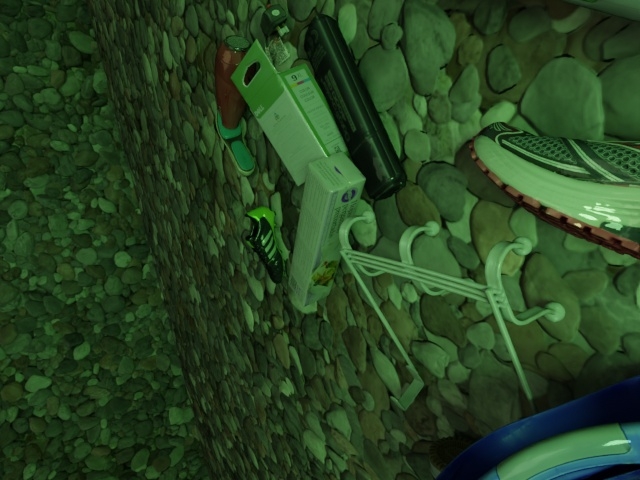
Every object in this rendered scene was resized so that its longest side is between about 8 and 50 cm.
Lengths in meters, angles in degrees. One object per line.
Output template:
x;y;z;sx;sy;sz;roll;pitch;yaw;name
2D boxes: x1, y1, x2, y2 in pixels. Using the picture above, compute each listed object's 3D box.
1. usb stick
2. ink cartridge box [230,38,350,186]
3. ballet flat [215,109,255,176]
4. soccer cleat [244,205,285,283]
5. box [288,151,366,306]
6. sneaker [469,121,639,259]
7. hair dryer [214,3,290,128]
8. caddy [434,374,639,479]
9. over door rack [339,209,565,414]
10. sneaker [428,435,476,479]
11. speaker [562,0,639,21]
0.046;-0.189;0.617;0.278;0.045;0.077;67;156;9;usb stick
-0.045;-0.202;0.681;0.209;0.062;0.109;58;147;-7;ink cartridge box
-0.197;-0.220;0.969;0.168;0.057;0.052;70;158;5;ballet flat
-0.125;0.014;0.950;0.060;0.072;0.179;7;111;56;soccer cleat
0.000;0.000;0.719;0.067;0.063;0.324;52;151;27;box
0.251;-0.041;0.325;0.299;0.120;0.112;35;103;46;sneaker
-0.134;-0.279;0.818;0.293;0.080;0.224;-2;104;58;hair dryer
0.213;0.214;0.303;0.341;0.241;0.179;-36;89;25;caddy
0.166;0.117;0.538;0.239;0.108;0.324;15;132;54;over door rack
0.250;0.372;0.516;0.282;0.099;0.153;11;112;60;sneaker
0.190;-0.236;0.295;0.296;0.131;0.131;46;139;36;speaker
